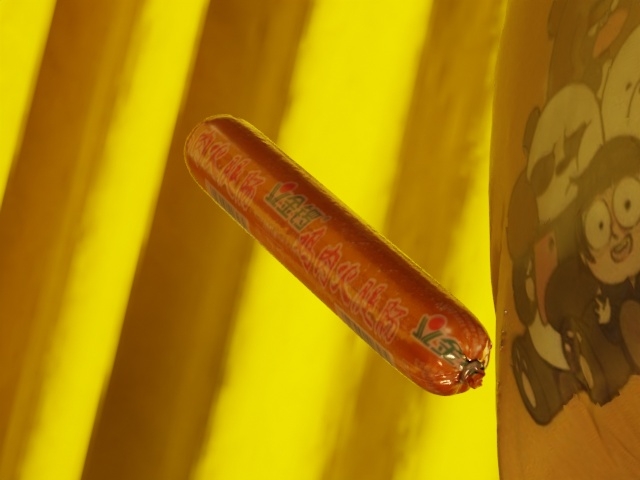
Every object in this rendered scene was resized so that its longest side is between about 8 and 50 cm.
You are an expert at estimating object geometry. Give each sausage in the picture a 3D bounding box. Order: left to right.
[{"bbox_3d":[0.000,0.000,1.138,0.053,0.053,0.348,17,15,-36],"label":"sausage"}]

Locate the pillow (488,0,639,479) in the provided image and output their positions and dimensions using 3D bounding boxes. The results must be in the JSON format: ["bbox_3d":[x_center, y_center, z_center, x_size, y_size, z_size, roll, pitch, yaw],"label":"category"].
[{"bbox_3d":[0.150,-0.059,0.703,0.119,0.312,0.310,13,-24,-18],"label":"pillow"}]
